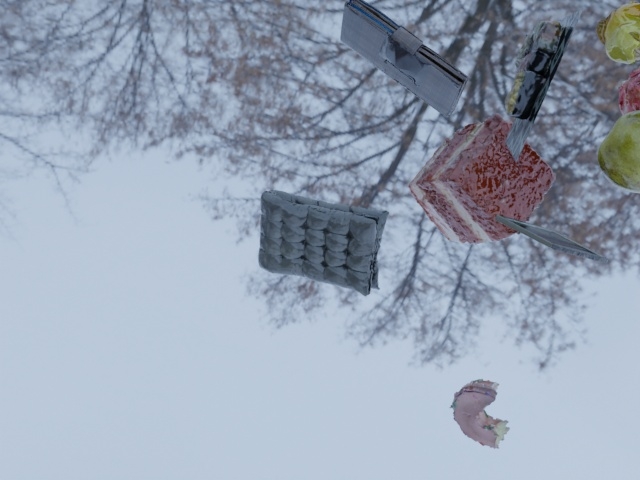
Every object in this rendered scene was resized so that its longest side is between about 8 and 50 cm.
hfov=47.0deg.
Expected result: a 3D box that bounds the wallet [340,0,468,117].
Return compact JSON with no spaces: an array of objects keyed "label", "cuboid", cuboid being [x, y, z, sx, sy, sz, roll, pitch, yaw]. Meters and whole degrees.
[{"label":"wallet","cuboid":[0.131,-0.295,1.192,0.230,0.124,0.042,40,-101,9]}]

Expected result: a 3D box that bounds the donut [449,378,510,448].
[{"label":"donut","cuboid":[0.333,0.358,1.556,0.117,0.166,0.065,9,-148,32]}]

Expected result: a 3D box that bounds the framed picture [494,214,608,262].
[{"label":"framed picture","cuboid":[0.592,-0.002,1.878,0.265,0.018,0.192,11,-163,-41]}]

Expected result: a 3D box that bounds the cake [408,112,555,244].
[{"label":"cake","cuboid":[0.449,-0.164,2.140,0.270,0.319,0.269,47,-111,-14]}]

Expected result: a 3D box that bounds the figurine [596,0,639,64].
[{"label":"figurine","cuboid":[0.760,-0.448,1.734,0.246,0.131,0.156,56,-147,12]}]

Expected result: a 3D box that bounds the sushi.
[{"label":"sushi","cuboid":[0.408,-0.315,1.462,0.059,0.292,0.294,21,-166,3]}]

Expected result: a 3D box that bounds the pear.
[{"label":"pear","cuboid":[0.753,-0.198,1.703,0.197,0.197,0.197,15,-144,-11]}]

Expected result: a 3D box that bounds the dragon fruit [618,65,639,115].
[{"label":"dragon fruit","cuboid":[0.898,-0.365,1.959,0.205,0.210,0.268,46,-145,-6]}]

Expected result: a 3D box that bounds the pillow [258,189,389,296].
[{"label":"pillow","cuboid":[0.000,0.000,1.855,0.326,0.228,0.101,14,-151,17]}]
